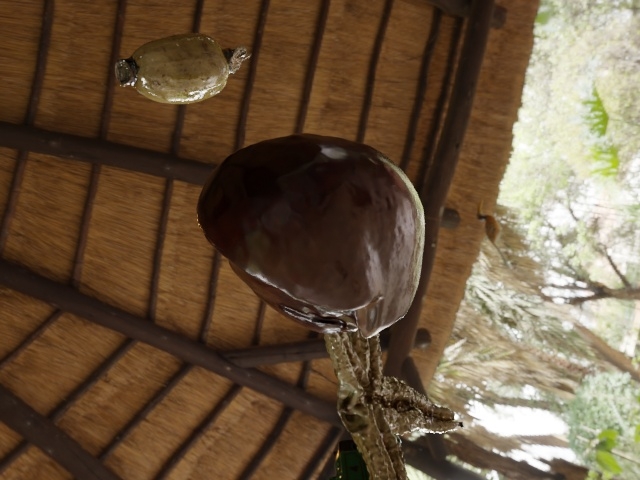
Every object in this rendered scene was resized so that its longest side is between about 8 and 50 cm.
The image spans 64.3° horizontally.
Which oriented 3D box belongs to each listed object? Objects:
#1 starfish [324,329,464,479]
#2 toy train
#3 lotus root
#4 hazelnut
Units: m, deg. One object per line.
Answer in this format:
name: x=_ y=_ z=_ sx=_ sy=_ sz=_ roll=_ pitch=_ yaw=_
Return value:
starfish: x=0.109 y=0.255 z=0.787 sx=0.324 sy=0.082 sz=0.432 roll=-17 pitch=-98 yaw=-63
toy train: x=0.076 y=0.401 z=0.841 sx=0.227 sy=0.136 sz=0.091 roll=-104 pitch=8 yaw=-63
lotus root: x=-0.144 y=-0.188 z=0.558 sx=0.152 sy=0.063 sz=0.072 roll=-22 pitch=-60 yaw=-26
hazelnut: x=-0.006 y=-0.003 z=0.412 sx=0.202 sy=0.170 sz=0.160 roll=-6 pitch=-78 yaw=-51
